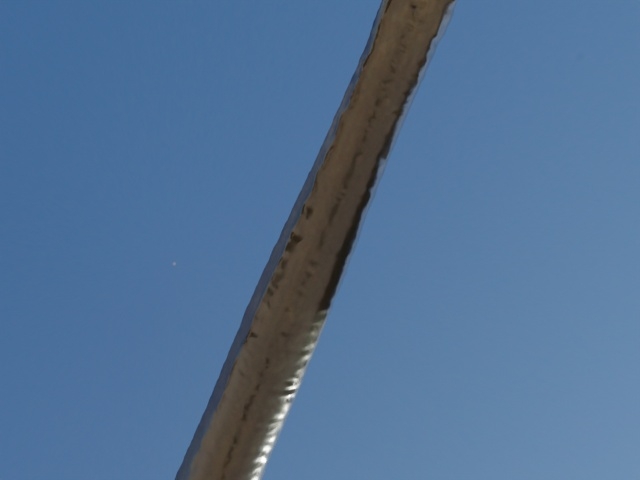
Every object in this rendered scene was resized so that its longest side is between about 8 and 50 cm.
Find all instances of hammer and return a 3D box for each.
[{"bbox_3d":[0.000,0.000,0.490,0.125,0.027,0.297,16,-76,-28],"label":"hammer"}]
